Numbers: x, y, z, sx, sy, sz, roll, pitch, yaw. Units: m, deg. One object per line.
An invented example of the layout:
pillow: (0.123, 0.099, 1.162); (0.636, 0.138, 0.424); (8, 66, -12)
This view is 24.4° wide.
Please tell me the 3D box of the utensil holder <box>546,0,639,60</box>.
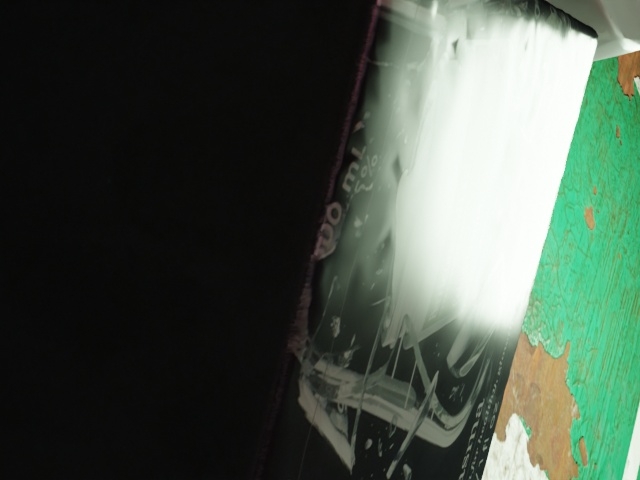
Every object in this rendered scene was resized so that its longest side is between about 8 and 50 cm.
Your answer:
utensil holder: (0.104, -0.302, 1.441); (0.328, 0.386, 0.327); (24, 62, -56)

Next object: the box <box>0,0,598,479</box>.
box: (-0.056, 0.032, 0.978); (0.472, 0.297, 0.479); (-1, 106, -66)
